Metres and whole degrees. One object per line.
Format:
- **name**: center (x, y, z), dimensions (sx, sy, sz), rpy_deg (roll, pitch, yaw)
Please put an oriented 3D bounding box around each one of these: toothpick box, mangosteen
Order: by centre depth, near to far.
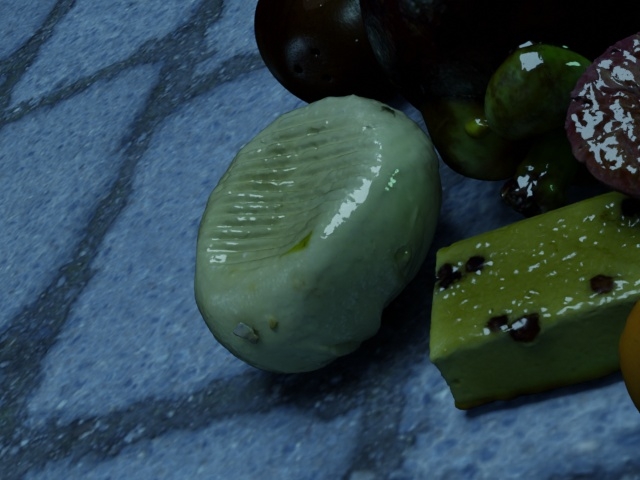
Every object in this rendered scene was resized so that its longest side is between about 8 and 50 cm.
- **mangosteen**: center (0.193, -0.206, 0.989), dimensions (0.330, 0.330, 0.330), rpy_deg (-26, 32, 17)
- **toothpick box**: center (0.046, -0.280, 1.360), dimensions (0.192, 0.192, 0.294), rpy_deg (-13, 31, 34)

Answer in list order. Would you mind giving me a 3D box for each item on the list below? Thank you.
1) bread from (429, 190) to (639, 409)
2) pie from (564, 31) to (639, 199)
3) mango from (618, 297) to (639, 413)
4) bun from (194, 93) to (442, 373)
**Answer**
- **bread**: center (0.251, 0.015, 0.833), dimensions (0.361, 0.077, 0.138), rpy_deg (-19, 34, 26)
- **pie**: center (0.249, -0.091, 0.814), dimensions (0.155, 0.036, 0.154), rpy_deg (-7, 64, 15)
- **mango**: center (0.289, 0.063, 0.687), dimensions (0.219, 0.112, 0.144), rpy_deg (-8, 77, 23)
- **bun**: center (0.000, 0.000, 1.035), dimensions (0.259, 0.160, 0.259), rpy_deg (-25, 45, 28)
